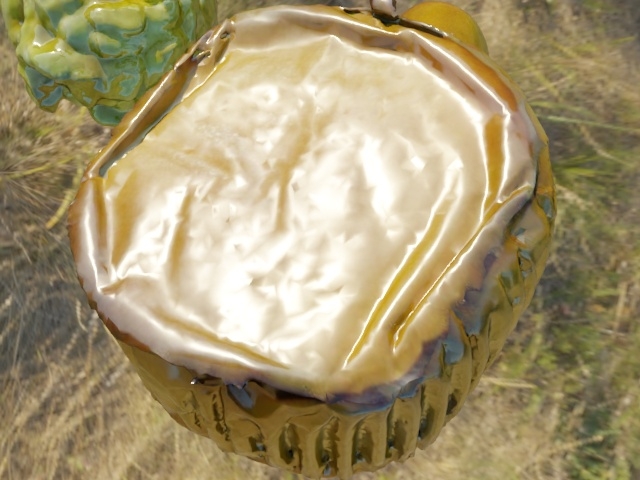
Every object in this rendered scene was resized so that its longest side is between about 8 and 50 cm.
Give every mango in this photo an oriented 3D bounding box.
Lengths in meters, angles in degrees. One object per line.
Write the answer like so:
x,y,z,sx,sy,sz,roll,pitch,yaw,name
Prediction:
0.113,-0.164,1.252,0.113,0.253,0.138,1,121,12,mango

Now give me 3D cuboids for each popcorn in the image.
-0.209,-0.232,1.242,0.225,0.286,0.174,5,122,-29,popcorn

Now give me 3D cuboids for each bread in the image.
0.001,0.001,0.519,0.199,0.104,0.199,-3,59,5,bread
